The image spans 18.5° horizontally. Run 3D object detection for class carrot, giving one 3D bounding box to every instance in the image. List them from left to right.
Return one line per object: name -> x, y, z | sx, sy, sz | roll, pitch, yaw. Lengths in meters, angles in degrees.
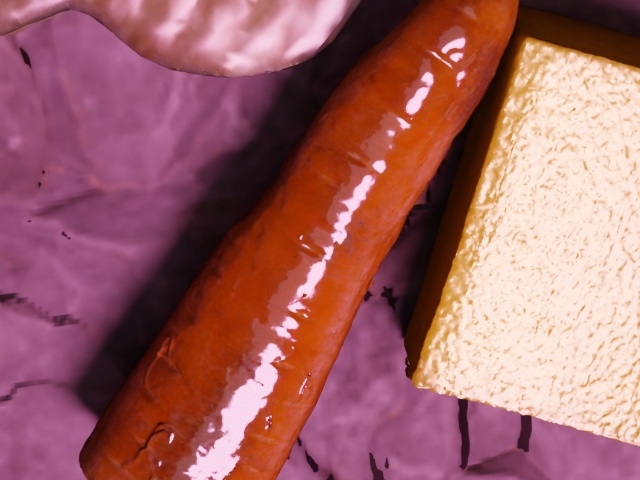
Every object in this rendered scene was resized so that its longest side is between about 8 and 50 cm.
carrot -> 0.000, 0.000, 0.609 | 0.061, 0.061, 0.209 | 28, 105, -14

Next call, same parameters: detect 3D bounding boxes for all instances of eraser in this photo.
eraser -> 0.089, -0.002, 0.627 | 0.097, 0.045, 0.122 | 13, 108, -9

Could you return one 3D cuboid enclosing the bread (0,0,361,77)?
bread -> -0.016, -0.161, 0.557 | 0.207, 0.056, 0.286 | 34, 105, -14
